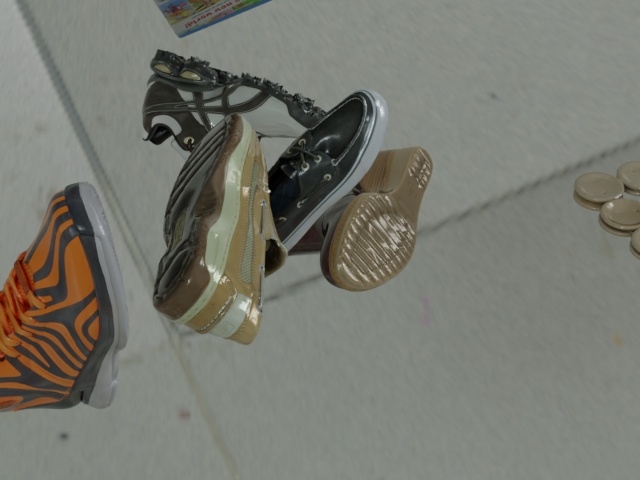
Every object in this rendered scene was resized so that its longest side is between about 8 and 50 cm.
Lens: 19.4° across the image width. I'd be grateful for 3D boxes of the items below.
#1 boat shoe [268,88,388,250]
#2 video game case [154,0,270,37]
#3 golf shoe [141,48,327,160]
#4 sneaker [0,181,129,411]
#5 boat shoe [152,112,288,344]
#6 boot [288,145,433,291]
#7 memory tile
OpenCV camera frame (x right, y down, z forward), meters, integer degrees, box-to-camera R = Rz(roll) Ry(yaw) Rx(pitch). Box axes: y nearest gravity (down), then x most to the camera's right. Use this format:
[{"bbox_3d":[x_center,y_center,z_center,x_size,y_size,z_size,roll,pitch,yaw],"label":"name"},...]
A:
[{"bbox_3d":[-0.009,-0.043,1.235,0.040,0.049,0.142,17,117,-50],"label":"boat shoe"},{"bbox_3d":[-0.074,-0.210,1.290,0.119,0.015,0.166,-22,149,7],"label":"video game case"},{"bbox_3d":[-0.075,-0.101,1.627,0.077,0.198,0.094,23,86,-53],"label":"golf shoe"},{"bbox_3d":[-0.273,0.074,1.685,0.180,0.124,0.321,-9,145,-16],"label":"sneaker"},{"bbox_3d":[-0.054,-0.003,1.138,0.072,0.190,0.068,33,126,-18],"label":"boat shoe"},{"bbox_3d":[0.000,0.000,1.926,0.207,0.248,0.090,-21,111,33],"label":"boot"},{"bbox_3d":[0.260,-0.015,1.334,0.113,0.148,0.012,-16,131,-22],"label":"memory tile"}]
